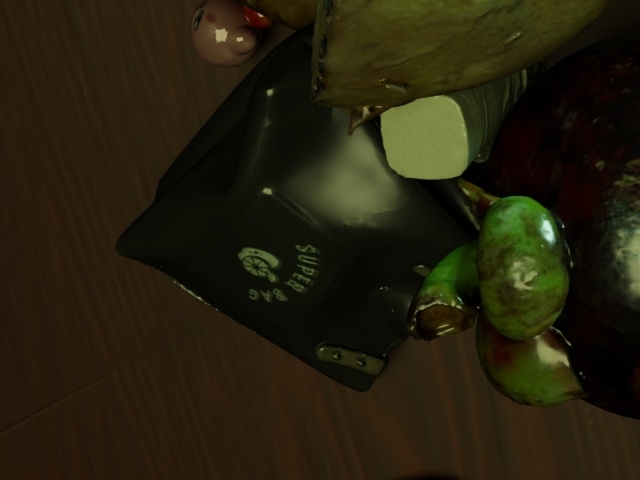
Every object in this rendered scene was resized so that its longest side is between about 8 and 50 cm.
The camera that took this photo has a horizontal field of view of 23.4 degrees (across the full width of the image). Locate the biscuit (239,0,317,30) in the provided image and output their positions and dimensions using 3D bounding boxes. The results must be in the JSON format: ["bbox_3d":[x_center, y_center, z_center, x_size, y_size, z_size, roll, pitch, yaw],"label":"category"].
[{"bbox_3d":[0.024,-0.325,1.298,0.332,0.103,0.332,7,111,19],"label":"biscuit"}]

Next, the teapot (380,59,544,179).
[{"bbox_3d":[0.125,-0.108,1.279,0.077,0.200,0.107,1,116,27],"label":"teapot"}]

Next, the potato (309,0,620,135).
[{"bbox_3d":[0.123,-0.228,1.115,0.237,0.289,0.300,5,77,-3],"label":"potato"}]

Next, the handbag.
[{"bbox_3d":[0.000,0.000,1.380,0.288,0.152,0.342,37,138,-10],"label":"handbag"}]

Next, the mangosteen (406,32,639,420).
[{"bbox_3d":[0.229,-0.001,1.201,0.360,0.306,0.306,-15,104,-2],"label":"mangosteen"}]

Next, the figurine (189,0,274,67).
[{"bbox_3d":[-0.083,-0.192,1.406,0.071,0.083,0.067,-47,131,5],"label":"figurine"}]
